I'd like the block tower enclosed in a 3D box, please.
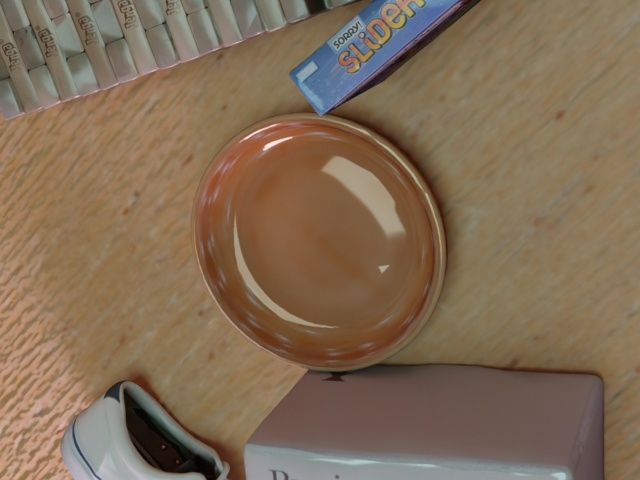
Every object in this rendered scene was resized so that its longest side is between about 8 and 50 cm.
[{"bbox_3d":[-0.095,-0.173,0.816,0.335,0.097,0.091,-15,100,25],"label":"block tower"}]

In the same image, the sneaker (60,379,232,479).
[{"bbox_3d":[-0.104,0.224,0.947,0.258,0.094,0.091,43,121,4],"label":"sneaker"}]

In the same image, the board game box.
[{"bbox_3d":[0.083,-0.162,0.728,0.201,0.136,0.035,-38,91,26],"label":"board game box"}]

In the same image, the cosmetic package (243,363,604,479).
[{"bbox_3d":[0.094,0.331,0.871,0.230,0.161,0.454,0,106,20],"label":"cosmetic package"}]

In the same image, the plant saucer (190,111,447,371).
[{"bbox_3d":[0.000,0.000,0.867,0.199,0.037,0.200,6,109,18],"label":"plant saucer"}]
